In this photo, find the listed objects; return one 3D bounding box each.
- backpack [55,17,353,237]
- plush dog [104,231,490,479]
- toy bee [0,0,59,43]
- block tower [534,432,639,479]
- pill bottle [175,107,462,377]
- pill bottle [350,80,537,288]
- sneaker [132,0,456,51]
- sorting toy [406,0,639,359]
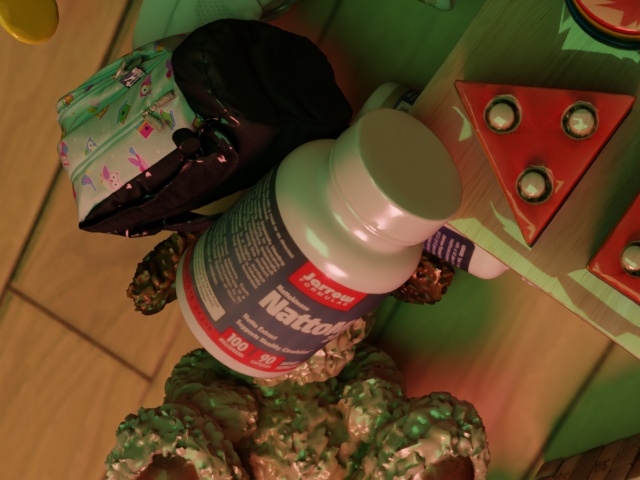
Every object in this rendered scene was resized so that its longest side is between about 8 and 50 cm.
[{"bbox_3d":[-0.088,-0.072,1.129,0.182,0.152,0.115,-27,69,37],"label":"backpack"},{"bbox_3d":[-0.020,0.084,1.226,0.262,0.210,0.225,0,92,-5],"label":"plush dog"},{"bbox_3d":[-0.264,-0.210,1.215,0.195,0.162,0.298,44,116,2],"label":"toy bee"},{"bbox_3d":[0.306,0.158,1.147,0.335,0.091,0.097,-23,98,26],"label":"block tower"},{"bbox_3d":[0.000,0.000,1.069,0.108,0.108,0.180,50,129,1],"label":"pill bottle"},{"bbox_3d":[0.099,-0.031,1.165,0.169,0.094,0.094,28,114,11],"label":"pill bottle"},{"bbox_3d":[0.005,-0.186,1.147,0.169,0.108,0.292,41,115,8],"label":"sneaker"},{"bbox_3d":[0.204,-0.079,1.059,0.255,0.089,0.257,35,92,8],"label":"sorting toy"}]
